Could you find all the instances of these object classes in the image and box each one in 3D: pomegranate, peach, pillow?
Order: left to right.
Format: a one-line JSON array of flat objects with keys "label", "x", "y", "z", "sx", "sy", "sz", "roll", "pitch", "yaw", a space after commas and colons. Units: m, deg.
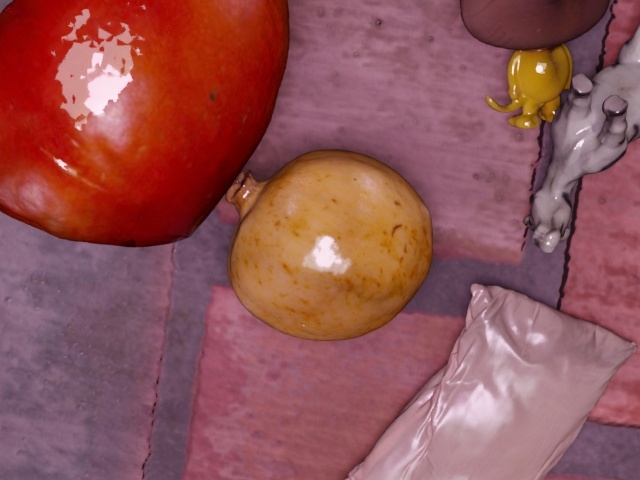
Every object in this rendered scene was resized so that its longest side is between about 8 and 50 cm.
[{"label": "peach", "x": -0.166, "y": -0.165, "z": 1.159, "sx": 0.281, "sy": 0.281, "sz": 0.338, "roll": 15, "pitch": 100, "yaw": 0}, {"label": "pomegranate", "x": 0.000, "y": 0.000, "z": 1.217, "sx": 0.196, "sy": 0.196, "sz": 0.196, "roll": 0, "pitch": 97, "yaw": 1}, {"label": "pillow", "x": 0.154, "y": 0.167, "z": 1.291, "sx": 0.173, "sy": 0.067, "sz": 0.270, "roll": 31, "pitch": 97, "yaw": -8}]

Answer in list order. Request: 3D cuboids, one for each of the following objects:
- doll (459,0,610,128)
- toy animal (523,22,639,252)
[{"label": "doll", "x": 0.184, "y": -0.196, "z": 1.230, "sx": 0.145, "sy": 0.096, "sz": 0.188, "roll": 10, "pitch": 108, "yaw": -25}, {"label": "toy animal", "x": 0.250, "y": -0.111, "z": 1.206, "sx": 0.090, "sy": 0.170, "sz": 0.255, "roll": 43, "pitch": 97, "yaw": 15}]
